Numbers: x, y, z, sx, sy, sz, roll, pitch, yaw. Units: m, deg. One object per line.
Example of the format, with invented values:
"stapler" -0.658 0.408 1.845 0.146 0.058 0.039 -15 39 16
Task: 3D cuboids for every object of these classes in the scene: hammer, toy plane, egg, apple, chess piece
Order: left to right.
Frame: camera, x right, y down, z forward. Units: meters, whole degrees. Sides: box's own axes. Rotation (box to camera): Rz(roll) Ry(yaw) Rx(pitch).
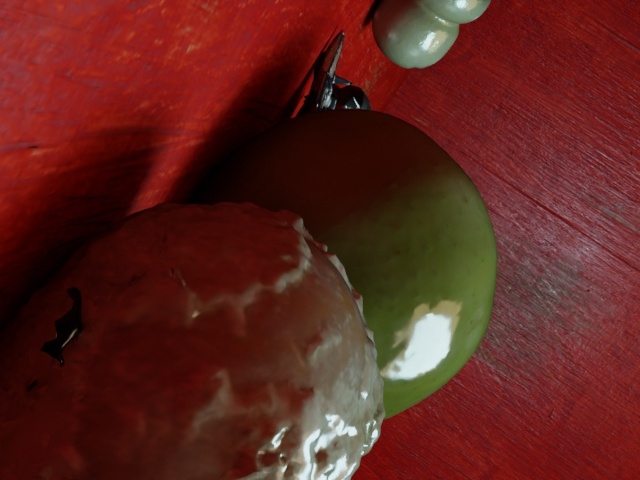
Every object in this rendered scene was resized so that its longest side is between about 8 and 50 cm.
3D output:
"egg" -0.097 0.108 0.588 0.310 0.279 0.279 -42 173 -19
"hammer" -0.033 -0.117 1.151 0.111 0.033 0.287 21 -118 46
"toy plane" -0.001 -0.175 1.058 0.189 0.061 0.130 -60 -160 16
"apple" 0.015 0.033 0.907 0.357 0.357 0.357 -56 178 -3
"chess piece" 0.193 -0.387 1.152 0.330 0.182 0.182 -50 -178 33
